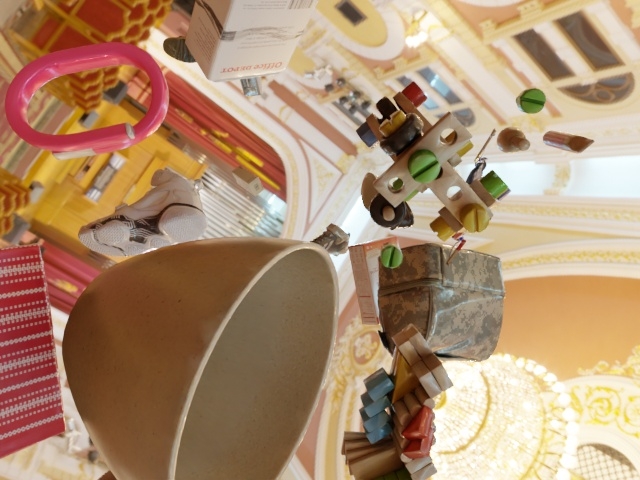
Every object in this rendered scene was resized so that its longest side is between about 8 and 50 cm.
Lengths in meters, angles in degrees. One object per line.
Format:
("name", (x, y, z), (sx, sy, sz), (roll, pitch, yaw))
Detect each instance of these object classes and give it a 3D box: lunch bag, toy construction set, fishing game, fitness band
("lunch bag", (0.285, 0.159, 1.176), (0.212, 0.305, 0.256), (-22, -117, 49))
("toy construction set", (0.198, -0.098, 0.661), (0.308, 0.258, 0.237), (-17, -166, 10))
("fishing game", (0.315, -0.080, 1.020), (0.189, 0.041, 0.264), (91, 18, -68))
("fitness band", (-0.433, -0.265, 0.923), (0.054, 0.290, 0.209), (93, -14, -76))

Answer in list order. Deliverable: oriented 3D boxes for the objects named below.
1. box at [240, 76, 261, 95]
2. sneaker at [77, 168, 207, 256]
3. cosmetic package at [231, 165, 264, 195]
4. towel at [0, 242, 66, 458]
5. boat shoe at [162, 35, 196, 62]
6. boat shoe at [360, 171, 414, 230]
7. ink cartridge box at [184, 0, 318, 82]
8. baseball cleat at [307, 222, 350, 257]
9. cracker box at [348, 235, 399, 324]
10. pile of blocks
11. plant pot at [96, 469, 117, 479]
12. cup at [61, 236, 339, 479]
("box", (-0.207, -0.546, 1.400), (0.233, 0.059, 0.184), (89, -2, -79))
("sneaker", (-0.506, -0.082, 1.443), (0.365, 0.137, 0.210), (-10, -131, 2))
("cosmetic package", (-0.244, -0.201, 1.660), (0.041, 0.060, 0.115), (-40, -131, -16))
("towel", (-0.425, 0.151, 0.594), (0.031, 0.198, 0.275), (9, -75, 41))
("boat shoe", (-0.301, -0.460, 1.187), (0.048, 0.152, 0.056), (-121, -145, -45))
("boat shoe", (0.157, -0.094, 1.193), (0.228, 0.068, 0.081), (-111, -146, -55))
("ink cartridge box", (-0.139, -0.509, 1.068), (0.223, 0.129, 0.307), (-22, 163, -37))
("baseball cleat", (0.000, 0.000, 1.480), (0.072, 0.205, 0.110), (30, -63, 46))
("cracker box", (0.174, 0.114, 1.441), (0.067, 0.155, 0.233), (-8, -86, 47))
("pile of blocks", (0.117, 0.320, 0.776), (0.112, 0.148, 0.363), (-124, -142, -78))
("plant pot", (-0.504, 0.647, 1.179), (0.237, 0.109, 0.238), (-27, -123, 50))
("cup", (-0.152, 0.134, 0.586), (0.236, 0.331, 0.331), (15, -115, 23))
